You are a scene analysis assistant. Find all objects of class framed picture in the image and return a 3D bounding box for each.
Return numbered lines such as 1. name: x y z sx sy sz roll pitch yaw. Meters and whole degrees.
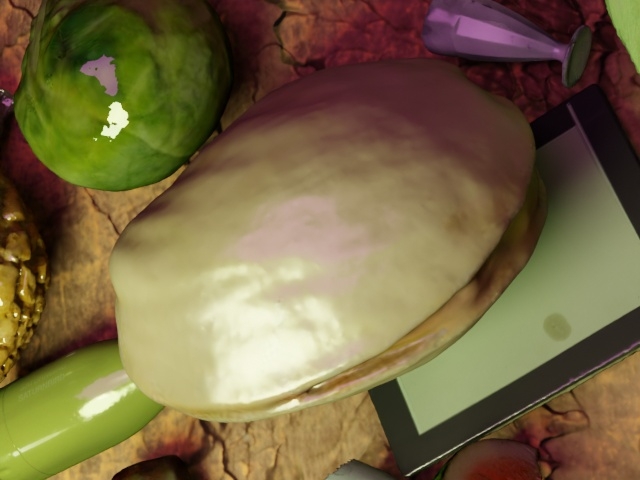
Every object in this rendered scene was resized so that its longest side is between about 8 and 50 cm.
1. framed picture: 0.176 0.038 1.579 0.347 0.016 0.265 -33 61 17

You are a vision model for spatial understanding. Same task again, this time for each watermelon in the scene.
1. watermelon: 0.145 0.260 1.483 0.119 0.245 0.063 22 123 0

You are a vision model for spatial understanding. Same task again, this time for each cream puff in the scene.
1. cream puff: -0.442 0.046 1.770 0.343 0.231 0.327 0 72 40

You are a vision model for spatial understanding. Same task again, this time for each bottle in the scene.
1. bottle: -0.239 0.167 1.730 0.260 0.112 0.112 -27 74 20

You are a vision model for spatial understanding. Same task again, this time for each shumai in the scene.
1. shumai: -0.378 -0.136 1.854 0.080 0.082 0.083 -35 112 8

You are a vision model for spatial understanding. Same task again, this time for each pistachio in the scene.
1. pistachio: 0.000 0.000 1.539 0.446 0.281 0.365 -28 41 8

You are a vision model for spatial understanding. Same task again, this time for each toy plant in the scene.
1. toy plant: -0.160 0.310 1.690 0.093 0.093 0.162 -23 75 21

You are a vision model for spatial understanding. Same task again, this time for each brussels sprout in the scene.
1. brussels sprout: -0.208 -0.189 1.709 0.219 0.210 0.271 -45 50 36

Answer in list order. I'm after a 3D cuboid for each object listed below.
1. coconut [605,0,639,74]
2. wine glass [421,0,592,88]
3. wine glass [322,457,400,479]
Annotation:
1. coconut: 0.392 -0.195 1.389 0.329 0.281 0.328 2 81 -11
2. wine glass: 0.184 -0.200 1.602 0.155 0.073 0.073 19 92 21
3. wine glass: 0.123 0.335 1.532 0.321 0.143 0.143 34 99 27
